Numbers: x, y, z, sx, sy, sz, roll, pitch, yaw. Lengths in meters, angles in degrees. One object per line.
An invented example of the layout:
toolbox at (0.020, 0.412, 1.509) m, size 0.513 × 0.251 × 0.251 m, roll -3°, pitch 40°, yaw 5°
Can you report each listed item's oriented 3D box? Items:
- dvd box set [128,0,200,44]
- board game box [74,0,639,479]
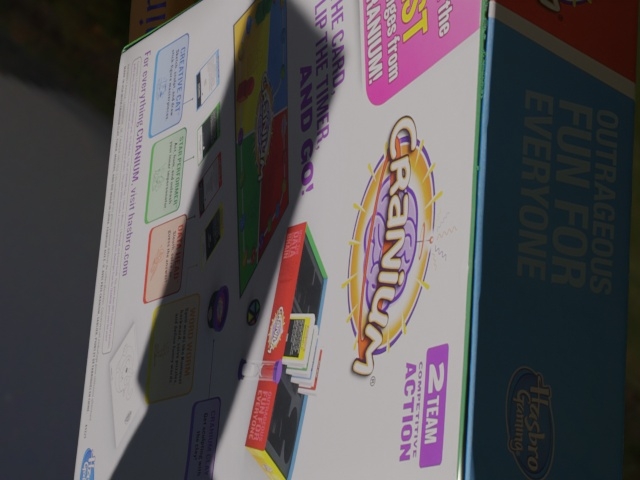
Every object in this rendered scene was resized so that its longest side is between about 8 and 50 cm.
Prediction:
dvd box set at (0.000, 0.010, 1.152) m, size 0.062 × 0.420 × 0.307 m, roll -7°, pitch 166°, yaw 41°
board game box at (0.000, 0.000, 0.735) m, size 0.064 × 0.242 × 0.316 m, roll 13°, pitch 164°, yaw -28°
